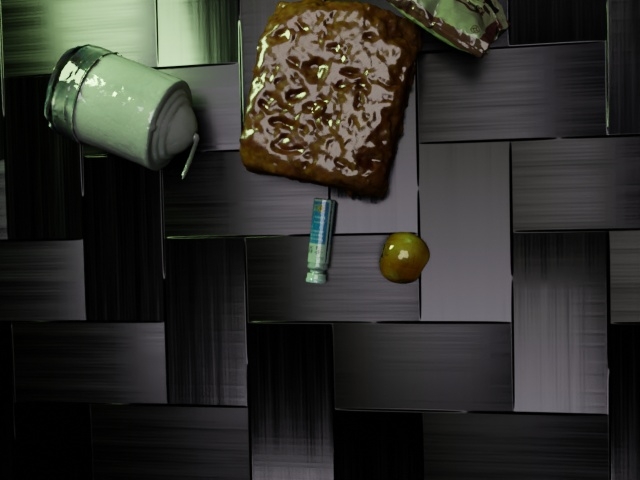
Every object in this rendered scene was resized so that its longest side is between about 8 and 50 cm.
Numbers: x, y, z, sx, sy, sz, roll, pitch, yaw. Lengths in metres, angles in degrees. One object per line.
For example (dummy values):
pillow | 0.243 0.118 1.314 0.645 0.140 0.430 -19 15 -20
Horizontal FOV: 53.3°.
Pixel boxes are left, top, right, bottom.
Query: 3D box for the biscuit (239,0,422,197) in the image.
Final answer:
biscuit | 0.018 -0.304 1.361 0.343 0.166 0.395 11 95 10

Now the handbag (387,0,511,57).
handbag | 0.271 -0.480 1.314 0.235 0.213 0.127 34 135 8

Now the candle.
candle | -0.409 -0.282 1.402 0.342 0.221 0.221 21 95 3

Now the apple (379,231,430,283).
apple | 0.181 0.039 1.382 0.102 0.099 0.114 17 91 5

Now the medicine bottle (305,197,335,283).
medicine bottle | 0.000 0.000 1.431 0.051 0.051 0.191 7 93 8
